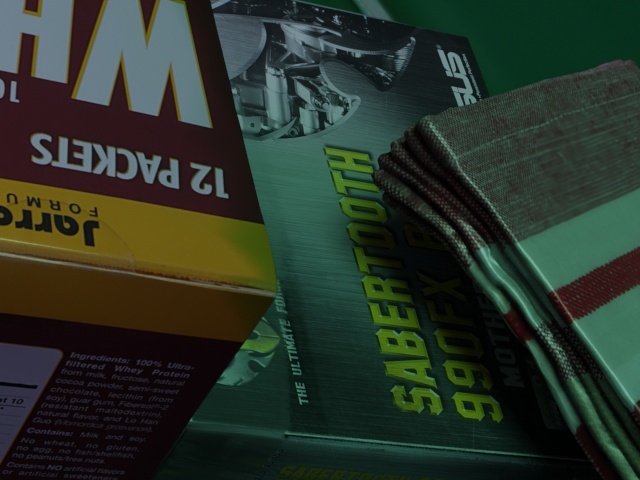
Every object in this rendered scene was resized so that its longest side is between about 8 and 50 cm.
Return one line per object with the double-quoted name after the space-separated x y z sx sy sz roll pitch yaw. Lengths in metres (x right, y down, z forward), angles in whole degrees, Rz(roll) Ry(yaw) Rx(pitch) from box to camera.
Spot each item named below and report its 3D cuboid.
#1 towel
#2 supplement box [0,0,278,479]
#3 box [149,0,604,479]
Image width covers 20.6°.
0.172 0.074 0.697 0.329 0.037 0.237 55 30 9 "towel"
-0.124 -0.008 0.507 0.129 0.194 0.191 9 47 -28 "supplement box"
0.000 0.000 0.691 0.183 0.056 0.231 10 46 -28 "box"
